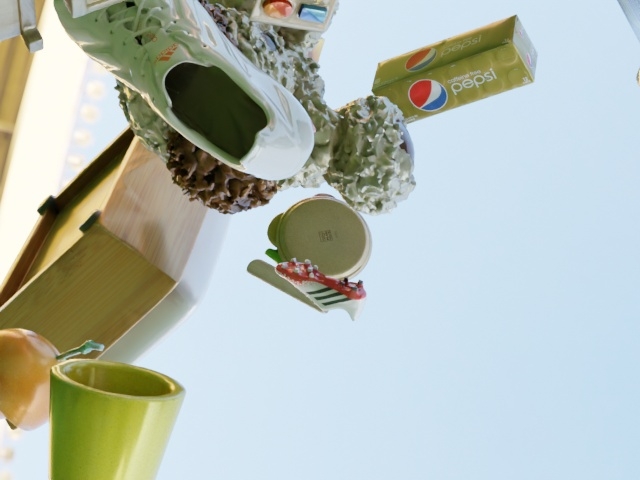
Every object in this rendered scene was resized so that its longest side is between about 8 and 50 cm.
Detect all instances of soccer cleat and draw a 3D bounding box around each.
[{"bbox_3d":[-0.001,0.041,1.265,0.083,0.029,0.036,18,-64,18],"label":"soccer cleat"},{"bbox_3d":[-0.084,-0.104,0.874,0.196,0.076,0.068,39,-77,18],"label":"soccer cleat"}]

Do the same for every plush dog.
[{"bbox_3d":[-0.077,-0.116,1.171,0.210,0.225,0.262,-28,-106,19],"label":"plush dog"}]

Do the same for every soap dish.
[{"bbox_3d":[-0.189,0.009,1.394,0.229,0.118,0.291,-40,-162,27],"label":"soap dish"}]

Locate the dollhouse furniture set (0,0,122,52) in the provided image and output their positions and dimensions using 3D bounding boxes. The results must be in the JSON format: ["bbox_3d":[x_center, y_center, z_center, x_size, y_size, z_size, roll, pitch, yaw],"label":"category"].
[{"bbox_3d":[-0.186,-0.118,0.834,0.101,0.182,0.161,58,-22,26],"label":"dollhouse furniture set"}]

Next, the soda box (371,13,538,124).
[{"bbox_3d":[0.153,-0.192,1.754,0.181,0.061,0.058,-17,-144,26],"label":"soda box"}]

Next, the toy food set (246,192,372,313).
[{"bbox_3d":[0.000,0.000,1.939,0.192,0.132,0.038,-57,174,-26],"label":"toy food set"}]

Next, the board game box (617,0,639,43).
[{"bbox_3d":[0.207,-0.050,0.746,0.056,0.347,0.208,-27,-169,15],"label":"board game box"}]

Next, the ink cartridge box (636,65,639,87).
[{"bbox_3d":[0.371,-0.073,1.086,0.308,0.091,0.385,102,-26,-56],"label":"ink cartridge box"}]

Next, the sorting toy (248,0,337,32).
[{"bbox_3d":[-0.027,-0.169,1.062,0.062,0.083,0.012,117,-28,-45],"label":"sorting toy"}]

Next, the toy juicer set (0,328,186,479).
[{"bbox_3d":[-0.249,0.057,0.764,0.209,0.329,0.089,24,-75,56],"label":"toy juicer set"}]

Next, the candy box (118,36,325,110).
[{"bbox_3d":[-0.098,-0.166,1.528,0.053,0.186,0.109,48,-51,51],"label":"candy box"}]
